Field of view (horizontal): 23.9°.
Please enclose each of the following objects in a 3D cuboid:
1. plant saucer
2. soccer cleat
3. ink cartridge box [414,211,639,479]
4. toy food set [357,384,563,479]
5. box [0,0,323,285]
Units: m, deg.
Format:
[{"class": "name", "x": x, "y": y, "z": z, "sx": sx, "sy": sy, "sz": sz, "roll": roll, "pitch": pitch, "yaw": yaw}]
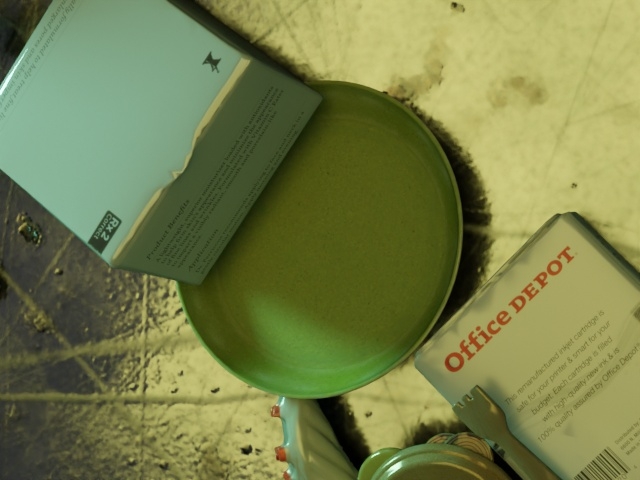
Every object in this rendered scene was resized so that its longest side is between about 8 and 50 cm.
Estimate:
[{"class": "plant saucer", "x": 0.000, "y": 0.000, "z": 1.140, "sx": 0.241, "sy": 0.037, "sz": 0.241, "roll": -4, "pitch": 80, "yaw": 25}, {"class": "soccer cleat", "x": 0.013, "y": 0.195, "z": 1.152, "sx": 0.076, "sy": 0.068, "sz": 0.196, "roll": -14, "pitch": 85, "yaw": -6}, {"class": "ink cartridge box", "x": 0.200, "y": 0.107, "z": 1.084, "sx": 0.160, "sy": 0.092, "sz": 0.219, "roll": -45, "pitch": 80, "yaw": 11}, {"class": "toy food set", "x": 0.089, "y": 0.196, "z": 1.085, "sx": 0.132, "sy": 0.038, "sz": 0.192, "roll": 46, "pitch": 115, "yaw": 0}, {"class": "box", "x": -0.132, "y": -0.091, "z": 1.133, "sx": 0.182, "sy": 0.119, "sz": 0.181, "roll": 38, "pitch": 99, "yaw": 27}]
